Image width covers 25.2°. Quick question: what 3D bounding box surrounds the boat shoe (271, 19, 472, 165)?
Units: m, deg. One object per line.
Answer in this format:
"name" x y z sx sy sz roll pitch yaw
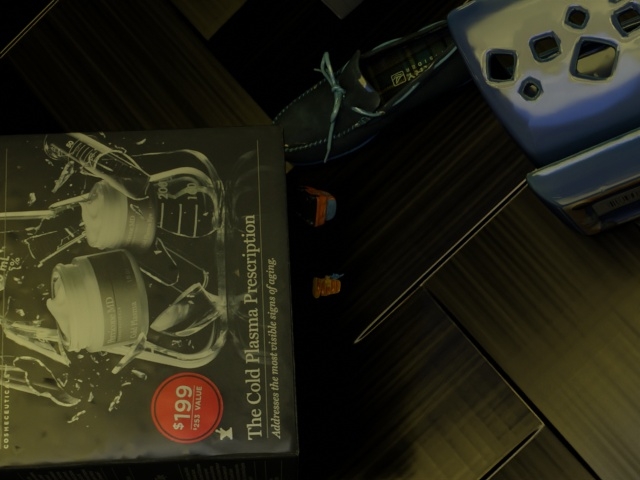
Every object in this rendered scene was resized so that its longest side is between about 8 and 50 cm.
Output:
"boat shoe" 0.051 -0.175 1.542 0.258 0.089 0.109 -33 67 10

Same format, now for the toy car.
"toy car" 0.000 0.000 1.555 0.040 0.060 0.122 -4 91 -24

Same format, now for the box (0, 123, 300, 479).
"box" -0.183 0.075 1.456 0.312 0.179 0.343 -3 72 -2

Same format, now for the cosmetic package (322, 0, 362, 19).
"cosmetic package" 0.064 -0.372 1.571 0.238 0.127 0.107 -40 65 9

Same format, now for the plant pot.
"plant pot" 0.282 -0.139 1.370 0.236 0.236 0.212 -22 75 14
